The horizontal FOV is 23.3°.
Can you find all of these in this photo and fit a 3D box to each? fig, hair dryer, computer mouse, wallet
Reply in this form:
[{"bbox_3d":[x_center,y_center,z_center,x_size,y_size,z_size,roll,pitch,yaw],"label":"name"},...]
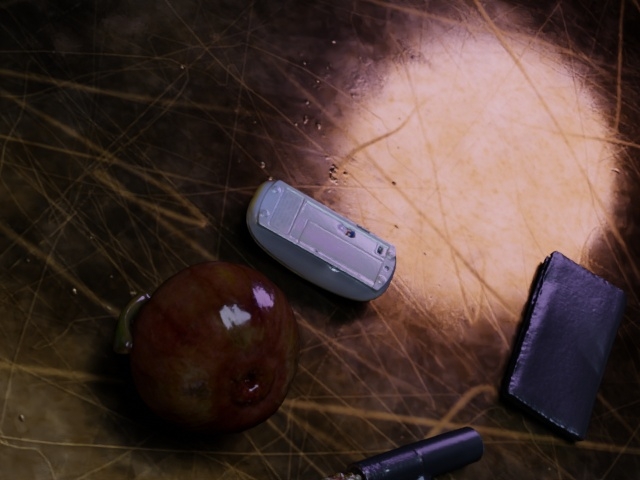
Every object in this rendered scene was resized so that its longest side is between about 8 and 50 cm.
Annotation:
[{"bbox_3d":[-0.125,0.110,1.691,0.205,0.205,0.205,12,58,-20],"label":"fig"},{"bbox_3d":[0.139,0.323,1.776,0.173,0.050,0.194,-15,74,-31],"label":"hair dryer"},{"bbox_3d":[0.000,0.001,1.888,0.199,0.045,0.102,28,53,-8],"label":"computer mouse"},{"bbox_3d":[0.313,0.133,1.978,0.124,0.025,0.244,30,52,-8],"label":"wallet"}]

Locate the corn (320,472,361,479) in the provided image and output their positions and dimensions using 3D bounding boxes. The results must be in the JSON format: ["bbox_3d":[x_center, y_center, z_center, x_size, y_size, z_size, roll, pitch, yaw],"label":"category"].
[{"bbox_3d":[-0.041,0.324,1.668,0.237,0.079,0.079,-33,80,-40],"label":"corn"}]
